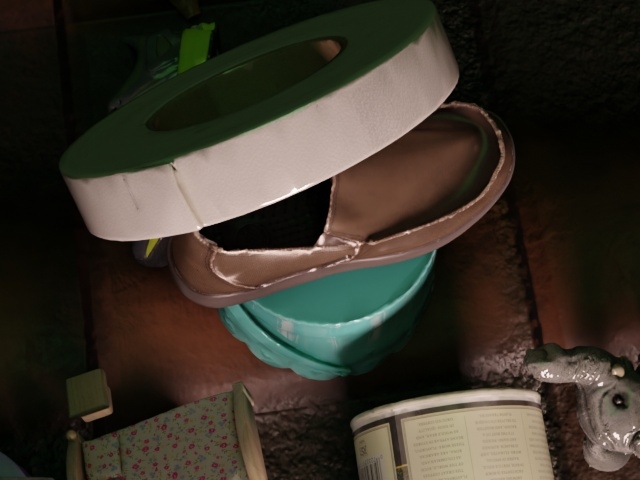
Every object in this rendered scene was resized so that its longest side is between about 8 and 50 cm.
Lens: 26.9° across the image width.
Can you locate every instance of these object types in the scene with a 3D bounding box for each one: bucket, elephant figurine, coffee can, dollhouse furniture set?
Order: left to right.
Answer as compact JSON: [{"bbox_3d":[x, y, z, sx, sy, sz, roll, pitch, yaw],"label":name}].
[{"bbox_3d":[-0.114,0.213,1.300,0.303,0.174,0.355,-20,54,5],"label":"dollhouse furniture set"},{"bbox_3d":[0.000,0.000,1.447,0.281,0.183,0.281,0,71,-1],"label":"bucket"},{"bbox_3d":[0.147,0.304,1.349,0.202,0.201,0.275,-6,73,-4],"label":"coffee can"},{"bbox_3d":[0.336,0.177,1.404,0.239,0.169,0.186,-25,59,-27],"label":"elephant figurine"}]

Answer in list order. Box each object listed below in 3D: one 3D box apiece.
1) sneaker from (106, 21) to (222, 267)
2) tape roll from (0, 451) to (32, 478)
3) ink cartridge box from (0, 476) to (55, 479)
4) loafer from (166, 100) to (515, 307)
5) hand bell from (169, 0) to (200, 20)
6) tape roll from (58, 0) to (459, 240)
[{"bbox_3d":[-0.185,-0.110,1.528,0.121,0.111,0.300,3,67,10],"label":"sneaker"},{"bbox_3d":[-0.379,0.306,1.395,0.189,0.080,0.189,1,72,-2],"label":"tape roll"},{"bbox_3d":[-0.234,0.407,1.199,0.071,0.330,0.324,3,94,-27],"label":"ink cartridge box"},{"bbox_3d":[0.027,-0.038,1.295,0.366,0.130,0.134,-24,74,-9],"label":"loafer"},{"bbox_3d":[-0.206,-0.376,1.614,0.126,0.126,0.242,-28,89,-10],"label":"hand bell"},{"bbox_3d":[-0.059,-0.121,1.274,0.392,0.392,0.072,-27,110,-10],"label":"tape roll"}]
